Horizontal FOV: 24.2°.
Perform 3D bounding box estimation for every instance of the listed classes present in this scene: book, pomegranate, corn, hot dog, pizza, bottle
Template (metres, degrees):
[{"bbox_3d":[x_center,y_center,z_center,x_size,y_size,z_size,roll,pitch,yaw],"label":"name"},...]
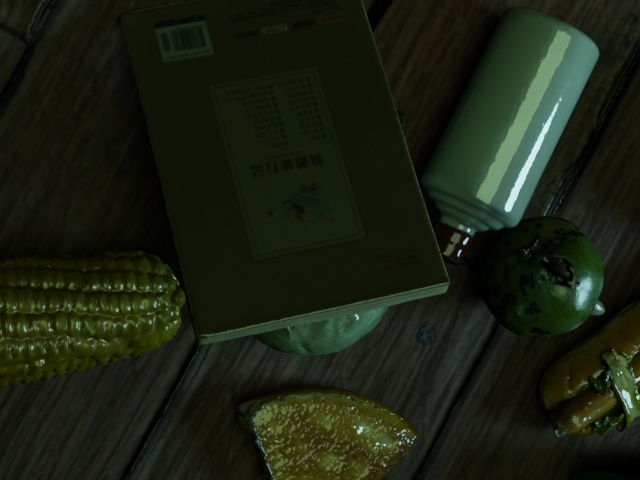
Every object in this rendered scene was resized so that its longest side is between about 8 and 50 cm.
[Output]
[{"bbox_3d":[-0.034,-0.077,1.274,0.217,0.021,0.310,-11,70,-10],"label":"book"},{"bbox_3d":[0.223,0.041,1.446,0.161,0.122,0.122,25,87,-49],"label":"pomegranate"},{"bbox_3d":[-0.292,0.071,1.240,0.363,0.120,0.120,-6,99,-20],"label":"corn"},{"bbox_3d":[0.332,0.118,1.514,0.269,0.072,0.109,-34,105,-15],"label":"hot dog"},{"bbox_3d":[0.007,0.223,1.420,0.185,0.036,0.176,0,98,-23],"label":"pizza"},{"bbox_3d":[0.167,-0.092,1.406,0.104,0.104,0.245,27,87,-22],"label":"bottle"}]

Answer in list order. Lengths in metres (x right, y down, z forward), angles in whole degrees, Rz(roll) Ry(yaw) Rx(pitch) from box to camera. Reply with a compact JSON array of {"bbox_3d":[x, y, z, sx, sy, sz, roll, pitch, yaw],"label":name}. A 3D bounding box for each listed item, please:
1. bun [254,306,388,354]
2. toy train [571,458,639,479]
[{"bbox_3d":[0.000,0.000,1.342,0.204,0.126,0.212,-35,108,-12],"label":"bun"},{"bbox_3d":[0.412,0.336,1.526,0.429,0.178,0.249,-5,87,-20],"label":"toy train"}]
